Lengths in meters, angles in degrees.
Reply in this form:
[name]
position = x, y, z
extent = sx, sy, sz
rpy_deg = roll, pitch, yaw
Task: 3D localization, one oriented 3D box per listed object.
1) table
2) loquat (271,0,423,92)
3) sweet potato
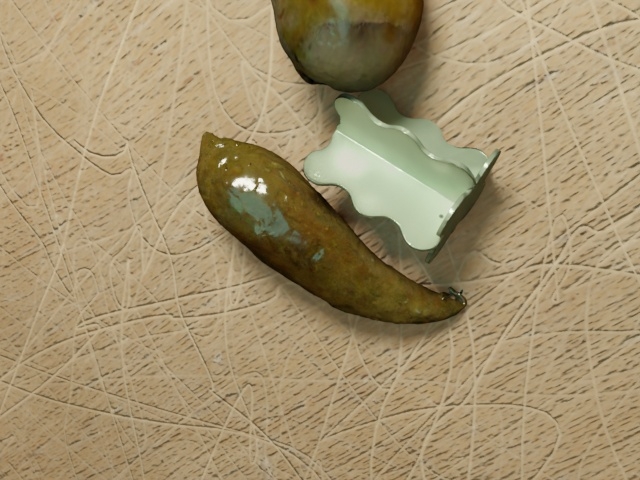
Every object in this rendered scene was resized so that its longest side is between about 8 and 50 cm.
[table]
position = 0.095, -0.091, 0.966
extent = 0.198, 0.166, 0.167
rpy_deg = 34, 113, 13
[loquat]
position = 0.031, -0.283, 0.901
extent = 0.179, 0.179, 0.228
rpy_deg = -11, 87, 20
[sweet potato]
position = -0.001, 0.006, 1.043
extent = 0.422, 0.130, 0.130
rpy_deg = 36, 113, -4
